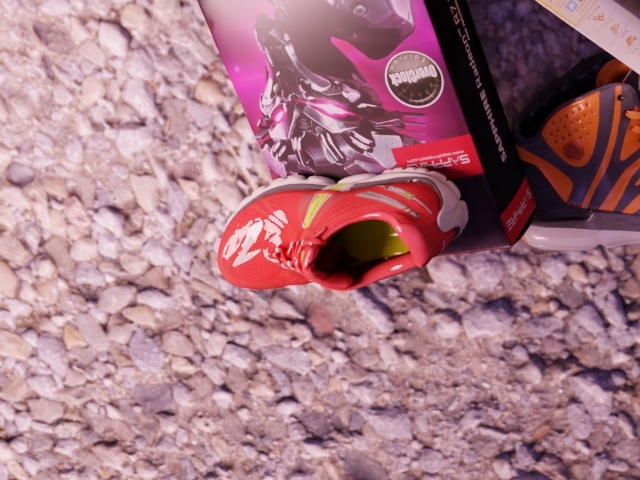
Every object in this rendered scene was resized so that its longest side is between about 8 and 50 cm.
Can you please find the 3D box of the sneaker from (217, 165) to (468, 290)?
[{"bbox_3d":[0.000,0.000,1.259,0.279,0.118,0.107,-14,113,36],"label":"sneaker"}]

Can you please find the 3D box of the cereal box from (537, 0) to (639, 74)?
[{"bbox_3d":[0.260,-0.214,1.221,0.240,0.173,0.047,34,113,-10],"label":"cereal box"}]

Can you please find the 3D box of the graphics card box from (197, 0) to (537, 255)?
[{"bbox_3d":[0.039,-0.153,1.275,0.233,0.094,0.371,-6,116,32],"label":"graphics card box"}]

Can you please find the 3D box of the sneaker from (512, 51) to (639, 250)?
[{"bbox_3d":[0.339,-0.090,1.300,0.321,0.124,0.180,-5,116,7],"label":"sneaker"}]
